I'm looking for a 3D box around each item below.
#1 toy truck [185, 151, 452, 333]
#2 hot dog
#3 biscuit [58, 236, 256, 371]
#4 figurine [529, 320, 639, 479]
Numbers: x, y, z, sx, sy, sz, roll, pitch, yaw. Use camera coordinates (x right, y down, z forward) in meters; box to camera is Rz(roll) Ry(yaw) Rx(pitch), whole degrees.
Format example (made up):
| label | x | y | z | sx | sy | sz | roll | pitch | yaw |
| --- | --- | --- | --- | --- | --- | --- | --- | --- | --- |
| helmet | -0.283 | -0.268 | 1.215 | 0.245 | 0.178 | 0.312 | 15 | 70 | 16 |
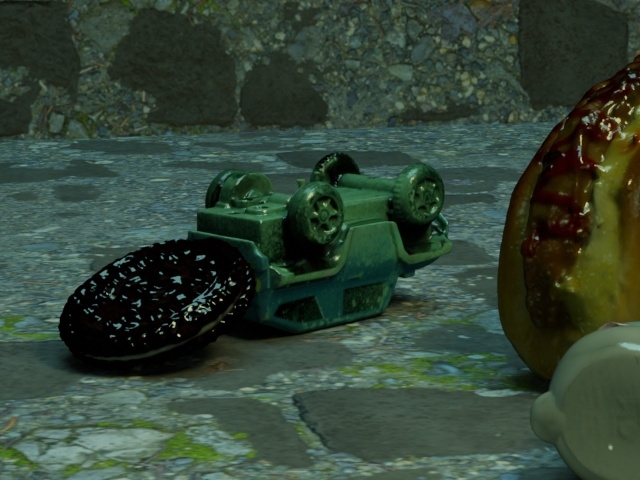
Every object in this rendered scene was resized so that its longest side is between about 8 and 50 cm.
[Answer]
| label | x | y | z | sx | sy | sz | roll | pitch | yaw |
| --- | --- | --- | --- | --- | --- | --- | --- | --- | --- |
| toy truck | 0.000 | 0.000 | 1.999 | 0.279 | 0.156 | 0.155 | -10 | 14 | -43 |
| hot dog | 0.313 | -0.054 | 1.751 | 0.185 | 0.223 | 0.405 | 12 | 44 | 42 |
| biscuit | -0.154 | 0.058 | 1.834 | 0.194 | 0.053 | 0.194 | -15 | 28 | 8 |
| figurine | 0.257 | 0.112 | 1.487 | 0.155 | 0.127 | 0.235 | -17 | 2 | 19 |
